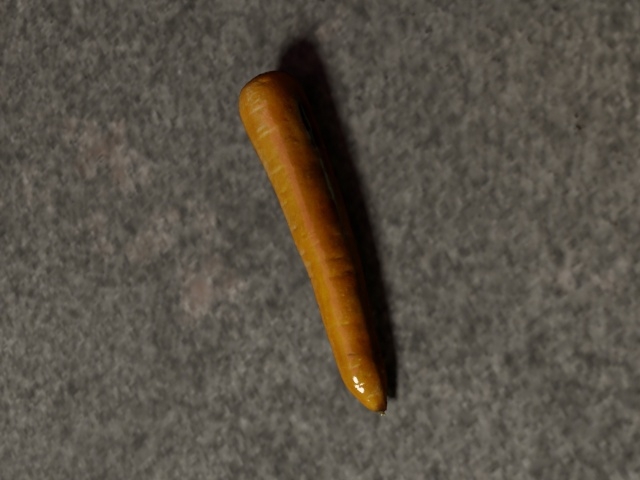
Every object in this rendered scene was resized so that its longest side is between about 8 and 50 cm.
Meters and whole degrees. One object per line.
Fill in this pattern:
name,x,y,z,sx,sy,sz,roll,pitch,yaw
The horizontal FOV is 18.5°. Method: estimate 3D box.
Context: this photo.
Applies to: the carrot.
carrot,0.000,0.000,1.008,0.037,0.037,0.190,-29,73,34
